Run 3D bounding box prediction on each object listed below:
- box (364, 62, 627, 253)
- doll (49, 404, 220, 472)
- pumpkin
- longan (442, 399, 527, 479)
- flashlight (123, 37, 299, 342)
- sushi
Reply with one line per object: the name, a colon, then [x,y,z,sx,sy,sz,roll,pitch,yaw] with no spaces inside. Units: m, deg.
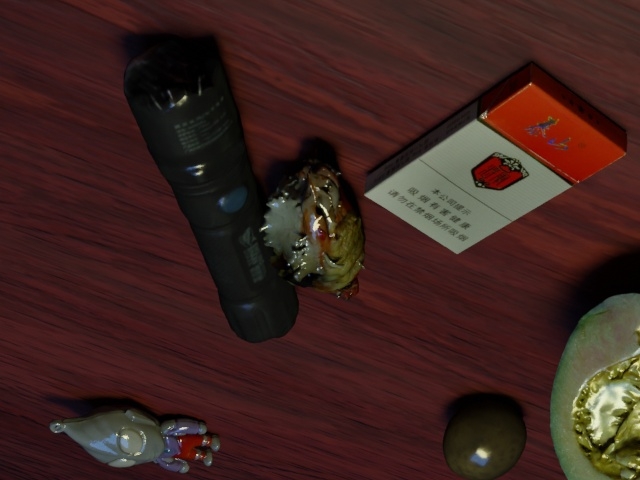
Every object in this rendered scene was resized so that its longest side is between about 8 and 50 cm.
box: [0.172,-0.076,1.559,0.139,0.035,0.245,33,138,-26]
doll: [-0.248,0.261,2.062,0.227,0.075,0.102,13,127,-21]
pumpkin: [0.416,0.159,1.654,0.293,0.263,0.197,5,-172,32]
longan: [0.208,0.245,1.921,0.119,0.106,0.106,-12,161,-42]
flashlight: [-0.103,-0.033,1.628,0.103,0.103,0.424,-1,141,14]
sushi: [-0.004,0.001,1.643,0.103,0.097,0.226,-6,143,13]
